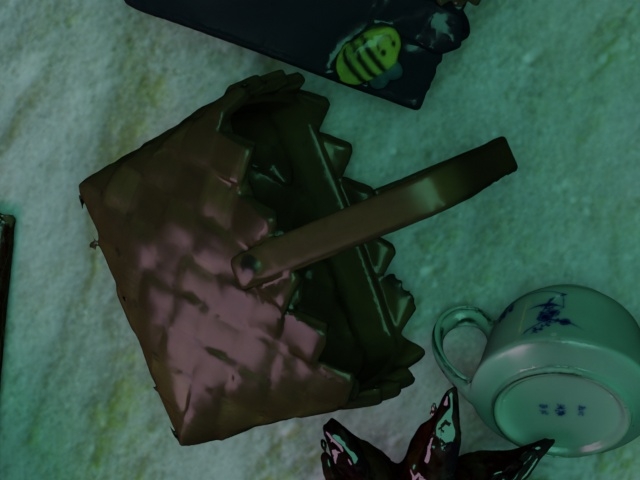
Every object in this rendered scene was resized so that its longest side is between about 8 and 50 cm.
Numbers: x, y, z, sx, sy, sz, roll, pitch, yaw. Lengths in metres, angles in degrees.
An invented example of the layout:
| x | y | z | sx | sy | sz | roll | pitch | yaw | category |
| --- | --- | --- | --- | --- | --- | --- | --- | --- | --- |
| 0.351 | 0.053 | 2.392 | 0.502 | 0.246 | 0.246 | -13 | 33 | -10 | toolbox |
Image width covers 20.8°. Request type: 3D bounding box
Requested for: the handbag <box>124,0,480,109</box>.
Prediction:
| x | y | z | sx | sy | sz | roll | pitch | yaw | category |
| --- | --- | --- | --- | --- | --- | --- | --- | --- | --- |
| 0.014 | -0.294 | 1.469 | 0.329 | 0.122 | 0.303 | 20 | 111 | -13 | handbag |

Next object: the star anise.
| x | y | z | sx | sy | sz | roll | pitch | yaw | category |
| --- | --- | --- | --- | --- | --- | --- | --- | --- | --- |
| 0.080 | 0.243 | 1.489 | 0.272 | 0.102 | 0.272 | -4 | 131 | -5 | star anise |

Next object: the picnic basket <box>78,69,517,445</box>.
| x | y | z | sx | sy | sz | roll | pitch | yaw | category |
| --- | --- | --- | --- | --- | --- | --- | --- | --- | --- |
| 0.000 | 0.000 | 1.458 | 0.321 | 0.254 | 0.291 | -23 | 90 | 19 | picnic basket |

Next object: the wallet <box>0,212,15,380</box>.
| x | y | z | sx | sy | sz | roll | pitch | yaw | category |
| --- | --- | --- | --- | --- | --- | --- | --- | --- | --- |
| -0.348 | 0.085 | 1.592 | 0.122 | 0.031 | 0.232 | 5 | 91 | 0 | wallet |

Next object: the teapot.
| x | y | z | sx | sy | sz | roll | pitch | yaw | category |
| --- | --- | --- | --- | --- | --- | --- | --- | --- | --- |
| 0.211 | 0.098 | 1.528 | 0.232 | 0.159 | 0.159 | 0 | 91 | 12 | teapot |
